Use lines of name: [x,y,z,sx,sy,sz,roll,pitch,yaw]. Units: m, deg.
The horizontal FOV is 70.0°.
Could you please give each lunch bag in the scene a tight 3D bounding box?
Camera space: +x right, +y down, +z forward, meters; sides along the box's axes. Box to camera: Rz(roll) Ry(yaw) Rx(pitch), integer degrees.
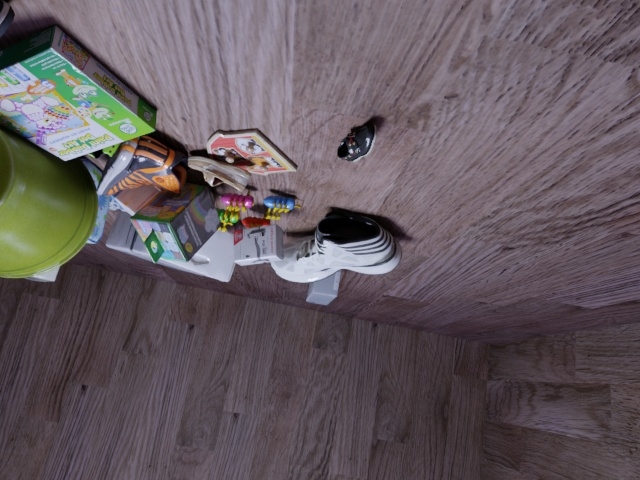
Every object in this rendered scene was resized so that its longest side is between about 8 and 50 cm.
lunch bag: [-0.679,-0.112,1.283,0.090,0.219,0.176,2,163,7]

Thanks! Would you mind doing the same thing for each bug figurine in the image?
bug figurine: [-0.196,-0.081,1.308,0.216,0.072,0.279,5,162,-27]

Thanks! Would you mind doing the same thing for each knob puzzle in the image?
knob puzzle: [-0.179,-0.189,1.052,0.213,0.030,0.213,10,164,3]

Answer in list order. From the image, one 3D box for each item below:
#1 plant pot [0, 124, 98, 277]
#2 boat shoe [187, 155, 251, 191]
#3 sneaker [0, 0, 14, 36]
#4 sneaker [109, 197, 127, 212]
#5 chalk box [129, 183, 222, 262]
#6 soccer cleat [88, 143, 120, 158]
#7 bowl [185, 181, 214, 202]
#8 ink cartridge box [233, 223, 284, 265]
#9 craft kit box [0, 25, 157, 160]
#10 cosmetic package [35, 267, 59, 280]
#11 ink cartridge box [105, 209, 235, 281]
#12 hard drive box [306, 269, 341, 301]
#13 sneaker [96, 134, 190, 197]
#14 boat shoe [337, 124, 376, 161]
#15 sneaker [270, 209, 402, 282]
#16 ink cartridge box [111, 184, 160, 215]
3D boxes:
plant pot: [-0.718,-0.110,0.984,0.366,0.367,0.353,14,170,-11]
boat shoe: [-0.249,-0.158,1.090,0.169,0.059,0.063,17,177,19]
sneaker: [-0.582,-0.354,0.671,0.234,0.084,0.097,9,162,4]
sneaker: [-0.634,-0.133,1.424,0.211,0.080,0.081,-4,161,37]
chalk box: [-0.379,-0.034,1.174,0.131,0.213,0.133,8,131,26]
soccer cleat: [-0.522,-0.227,1.044,0.178,0.072,0.060,11,165,35]
bowl: [-0.376,-0.126,1.336,0.141,0.053,0.142,15,162,-12]
ink cartridge box: [-0.179,0.013,1.325,0.135,0.099,0.056,-9,162,14]
craft kit box: [-0.495,-0.261,0.872,0.249,0.061,0.246,-12,159,19]
cosmetic package: [-0.961,-0.017,1.608,0.160,0.310,0.113,-7,156,42]
ink cartridge box: [-0.500,0.006,1.559,0.394,0.166,0.285,6,165,46]
hard drive box: [0.015,0.136,1.728,0.089,0.181,0.232,12,164,-4]
sneaker: [-0.443,-0.157,1.153,0.180,0.125,0.321,23,159,-32]
boat shoe: [0.069,-0.185,0.879,0.041,0.049,0.133,7,169,-17]
sneaker: [0.001,-0.001,1.398,0.447,0.169,0.257,-7,148,26]
ink cartridge box: [-0.503,-0.108,1.298,0.143,0.092,0.090,34,161,20]
